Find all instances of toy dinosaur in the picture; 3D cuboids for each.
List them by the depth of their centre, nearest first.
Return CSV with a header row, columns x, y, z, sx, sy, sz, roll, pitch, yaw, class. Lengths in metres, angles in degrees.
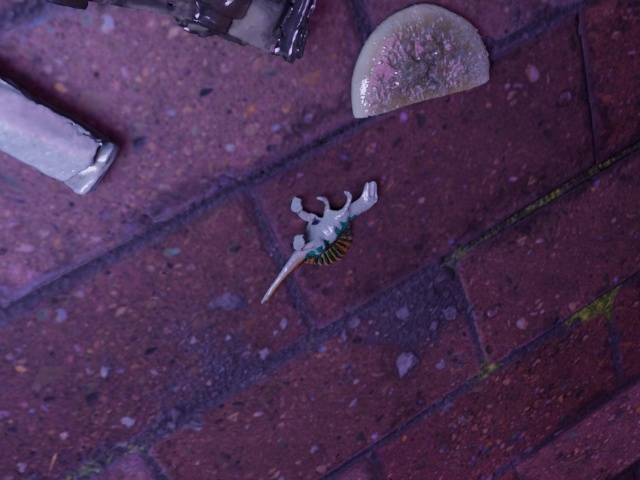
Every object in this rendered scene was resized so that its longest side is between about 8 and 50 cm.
x,y,z,sx,sy,sz,roll,pitch,yaw,class
0.002,0.003,0.750,0.106,0.044,0.188,8,108,-44,toy dinosaur

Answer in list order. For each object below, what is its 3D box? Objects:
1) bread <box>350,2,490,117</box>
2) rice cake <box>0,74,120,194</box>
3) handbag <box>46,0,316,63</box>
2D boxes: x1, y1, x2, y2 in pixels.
x,y,z,sx,sy,sz,roll,pitch,yaw,class
0.121,-0.221,0.707,0.192,0.036,0.112,-19,117,-17,bread
-0.334,-0.144,0.514,0.336,0.063,0.066,33,99,-32,rice cake
-0.119,-0.331,0.456,0.325,0.162,0.327,-1,116,-39,handbag
